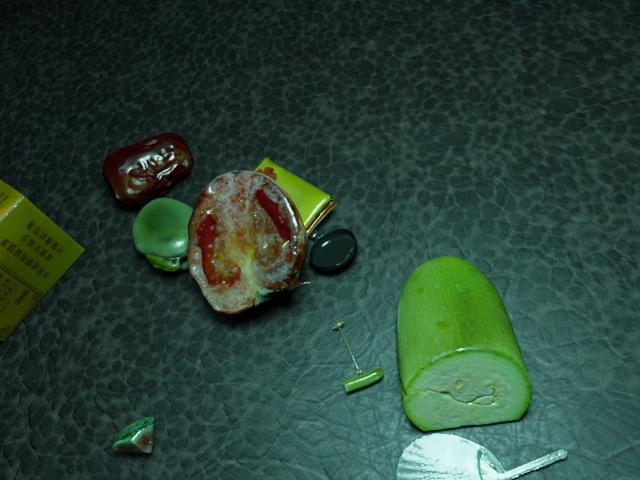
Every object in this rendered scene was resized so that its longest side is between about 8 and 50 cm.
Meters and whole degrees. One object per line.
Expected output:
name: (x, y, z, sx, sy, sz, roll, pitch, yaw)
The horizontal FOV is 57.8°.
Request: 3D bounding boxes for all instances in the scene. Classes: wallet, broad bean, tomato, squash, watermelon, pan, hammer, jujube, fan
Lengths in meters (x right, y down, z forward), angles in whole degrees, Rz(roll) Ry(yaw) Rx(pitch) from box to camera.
wallet: (-0.092, -0.100, 1.378, 0.241, 0.067, 0.141, 33, 76, 36)
broad bean: (-0.368, -0.013, 1.397, 0.169, 0.100, 0.228, -14, 45, -5)
tomato: (-0.142, 0.003, 1.263, 0.308, 0.170, 0.309, 0, 90, 22)
squash: (0.088, 0.277, 1.153, 0.083, 0.027, 0.027, -21, 58, 0)
watermelon: (-0.369, 0.398, 1.180, 0.084, 0.072, 0.092, 0, 21, 26)
pan: (0.001, 0.002, 1.330, 0.115, 0.040, 0.212, -42, 45, -13)
hammer: (0.058, 0.222, 1.200, 0.029, 0.014, 0.123, -29, 59, 6)
squash: (0.260, 0.179, 1.152, 0.233, 0.210, 0.309, -11, 30, 8)
jujube: (-0.437, -0.184, 1.477, 0.230, 0.155, 0.155, -29, 58, -10)
fan: (0.274, 0.458, 1.011, 0.294, 0.012, 0.223, 3, 61, 16)

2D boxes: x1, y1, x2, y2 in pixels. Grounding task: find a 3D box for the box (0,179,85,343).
box: (-0.777, 0.098, 1.323, 0.115, 0.264, 0.415, 28, 70, 24)
